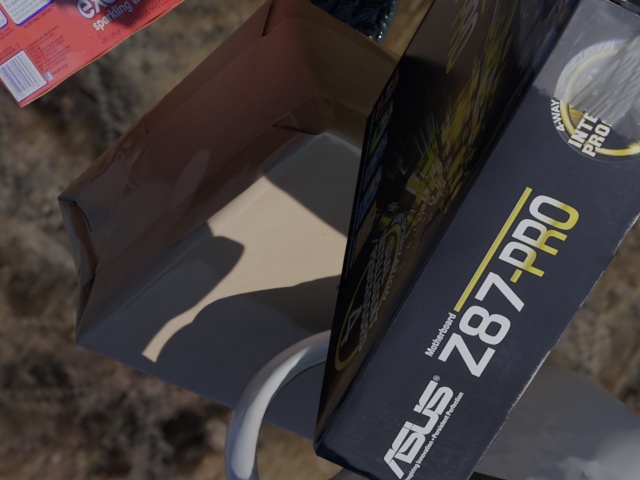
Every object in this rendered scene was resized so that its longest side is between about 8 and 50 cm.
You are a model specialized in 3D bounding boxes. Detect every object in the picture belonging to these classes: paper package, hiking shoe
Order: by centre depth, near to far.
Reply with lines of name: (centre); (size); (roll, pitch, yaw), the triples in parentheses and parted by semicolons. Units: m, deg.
paper package: (0.000, 0.000, 1.616); (0.325, 0.168, 0.309); (27, 124, -38)
hiking shoe: (-0.005, -0.228, 2.176); (0.113, 0.132, 0.304); (29, 130, -12)

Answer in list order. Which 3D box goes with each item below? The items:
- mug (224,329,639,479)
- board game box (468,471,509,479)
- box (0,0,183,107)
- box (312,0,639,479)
mug: (0.071, 0.242, 1.495); (0.374, 0.328, 0.276); (62, 153, 5)
board game box: (0.103, 0.212, 1.239); (0.026, 0.126, 0.186); (-8, 163, 31)
box: (-0.154, -0.245, 1.505); (0.300, 0.142, 0.154); (-27, 103, 44)
box: (0.116, -0.085, 1.139); (0.097, 0.395, 0.318); (26, 122, -9)
